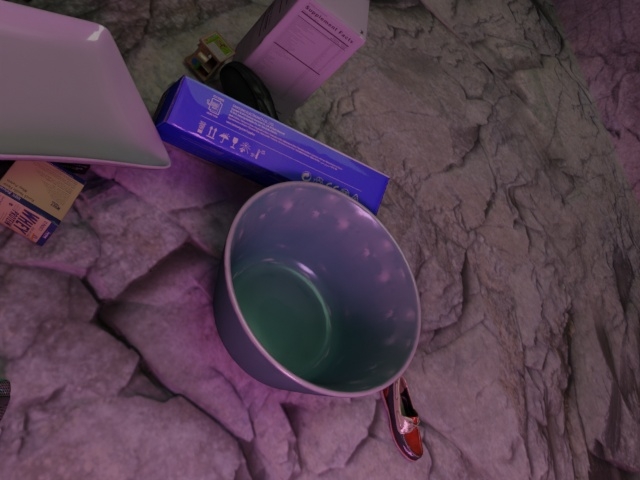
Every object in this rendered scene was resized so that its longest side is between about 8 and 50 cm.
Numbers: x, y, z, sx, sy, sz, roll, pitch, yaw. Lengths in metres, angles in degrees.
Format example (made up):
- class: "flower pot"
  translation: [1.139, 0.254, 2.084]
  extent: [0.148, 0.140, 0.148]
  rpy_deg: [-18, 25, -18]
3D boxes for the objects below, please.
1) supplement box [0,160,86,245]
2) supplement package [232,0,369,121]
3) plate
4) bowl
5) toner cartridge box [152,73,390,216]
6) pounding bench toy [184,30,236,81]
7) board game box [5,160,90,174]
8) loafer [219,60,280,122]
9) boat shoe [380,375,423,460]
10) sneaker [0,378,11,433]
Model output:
- class: "supplement box"
  translation: [-0.353, -0.055, 0.797]
  extent: [0.083, 0.056, 0.083]
  rpy_deg: [34, 43, -22]
- class: "supplement package"
  translation: [-0.042, -0.358, 1.165]
  extent: [0.139, 0.244, 0.134]
  rpy_deg: [30, 46, -26]
- class: "plate"
  translation: [-0.361, -0.198, 0.832]
  extent: [0.277, 0.045, 0.278]
  rpy_deg: [-4, 59, -49]
- class: "bowl"
  translation: [-0.026, 0.089, 0.916]
  extent: [0.311, 0.163, 0.311]
  rpy_deg: [18, 54, -27]
- class: "toner cartridge box"
  translation: [-0.081, -0.133, 0.997]
  extent: [0.348, 0.165, 0.075]
  rpy_deg: [23, 85, -24]
- class: "pounding bench toy"
  translation: [-0.202, -0.313, 1.117]
  extent: [0.052, 0.065, 0.083]
  rpy_deg: [48, 40, -8]
- class: "board game box"
  translation: [-0.387, -0.183, 0.878]
  extent: [0.126, 0.026, 0.186]
  rpy_deg: [7, 58, -41]
- class: "loafer"
  translation: [-0.116, -0.210, 1.118]
  extent: [0.078, 0.076, 0.223]
  rpy_deg: [-26, 87, -54]
- class: "boat shoe"
  translation: [0.138, 0.287, 1.043]
  extent: [0.049, 0.043, 0.137]
  rpy_deg: [1, 64, -46]
- class: "sneaker"
  translation: [-0.387, 0.138, 0.640]
  extent: [0.166, 0.065, 0.076]
  rpy_deg: [40, 25, -21]
